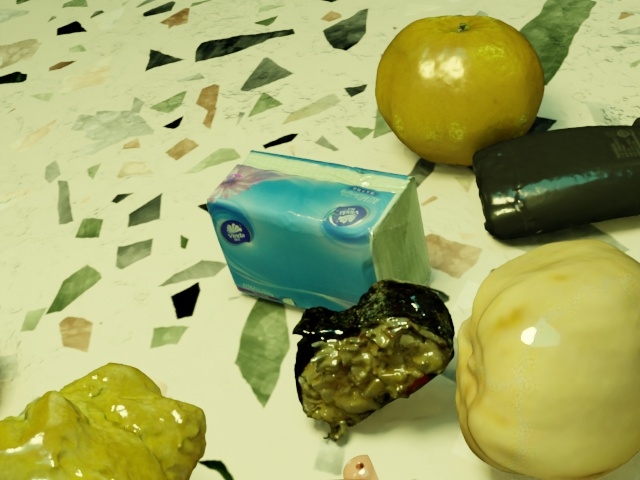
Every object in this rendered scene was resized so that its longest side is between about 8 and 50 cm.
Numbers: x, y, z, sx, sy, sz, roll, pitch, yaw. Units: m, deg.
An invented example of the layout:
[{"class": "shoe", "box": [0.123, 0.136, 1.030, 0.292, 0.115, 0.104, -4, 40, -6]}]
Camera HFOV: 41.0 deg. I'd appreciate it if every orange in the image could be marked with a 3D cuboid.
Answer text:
[{"class": "orange", "box": [0.227, -0.246, 1.409, 0.279, 0.235, 0.279, -1, 32, 0]}]

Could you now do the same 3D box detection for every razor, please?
[{"class": "razor", "box": [0.396, -0.096, 1.273, 0.326, 0.107, 0.189, -9, 40, 5]}]

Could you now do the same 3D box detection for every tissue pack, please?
[{"class": "tissue pack", "box": [0.000, 0.000, 1.191, 0.263, 0.198, 0.146, 14, 48, 30]}]

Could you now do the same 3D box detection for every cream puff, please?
[{"class": "cream puff", "box": [-0.222, 0.285, 0.862, 0.269, 0.323, 0.274, -22, 70, -37]}]

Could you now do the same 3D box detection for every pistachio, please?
[{"class": "pistachio", "box": [0.270, 0.127, 0.945, 0.238, 0.229, 0.321, 38, 49, 15]}]

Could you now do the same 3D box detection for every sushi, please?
[{"class": "sushi", "box": [0.053, 0.130, 1.015, 0.212, 0.147, 0.115, -30, 16, 27]}]

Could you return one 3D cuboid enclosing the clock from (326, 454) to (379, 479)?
[{"class": "clock", "box": [-0.021, 0.344, 0.824, 0.241, 0.142, 0.227, -21, 39, -4]}]
